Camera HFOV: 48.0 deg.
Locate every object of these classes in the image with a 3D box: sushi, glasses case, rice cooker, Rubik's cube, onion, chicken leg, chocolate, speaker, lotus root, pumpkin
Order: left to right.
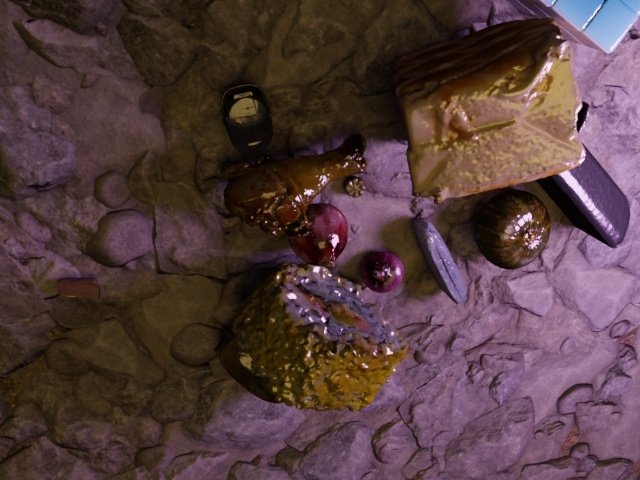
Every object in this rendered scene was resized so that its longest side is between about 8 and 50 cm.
[{"bbox_3d":[-0.600,0.115,1.788,0.101,0.031,0.064,1,133,-10],"label":"chocolate"},{"bbox_3d":[-0.170,-0.282,1.658,0.112,0.106,0.165,-13,114,-7],"label":"rice cooker"},{"bbox_3d":[-0.155,0.333,1.940,0.160,0.152,0.275,-44,118,5],"label":"lotus root"},{"bbox_3d":[-0.047,-0.118,1.696,0.361,0.140,0.211,-13,104,-10],"label":"chicken leg"},{"bbox_3d":[-0.012,0.234,1.809,0.397,0.351,0.240,14,121,-43],"label":"sushi"},{"bbox_3d":[0.000,0.000,1.789,0.160,0.194,0.159,-7,132,-8],"label":"onion"},{"bbox_3d":[0.164,0.085,1.926,0.115,0.104,0.115,1,92,20],"label":"onion"},{"bbox_3d":[0.324,0.057,1.947,0.067,0.109,0.282,-30,118,4],"label":"glasses case"},{"bbox_3d":[0.513,-0.030,1.926,0.224,0.157,0.223,-11,113,-26],"label":"pumpkin"},{"bbox_3d":[0.555,-0.627,1.563,0.290,0.291,0.291,29,107,-24],"label":"Rubik's cube"},{"bbox_3d":[0.694,-0.176,1.890,0.184,0.180,0.388,-45,117,4],"label":"speaker"}]

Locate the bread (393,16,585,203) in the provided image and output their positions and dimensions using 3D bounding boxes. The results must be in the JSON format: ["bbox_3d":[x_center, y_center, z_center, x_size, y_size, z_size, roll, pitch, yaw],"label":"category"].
[{"bbox_3d":[0.356,-0.296,1.590,0.390,0.371,0.279,-15,115,15],"label":"bread"}]

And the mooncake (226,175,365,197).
[{"bbox_3d":[-0.058,-0.140,1.791,0.347,0.057,0.150,-17,106,-12],"label":"mooncake"}]
